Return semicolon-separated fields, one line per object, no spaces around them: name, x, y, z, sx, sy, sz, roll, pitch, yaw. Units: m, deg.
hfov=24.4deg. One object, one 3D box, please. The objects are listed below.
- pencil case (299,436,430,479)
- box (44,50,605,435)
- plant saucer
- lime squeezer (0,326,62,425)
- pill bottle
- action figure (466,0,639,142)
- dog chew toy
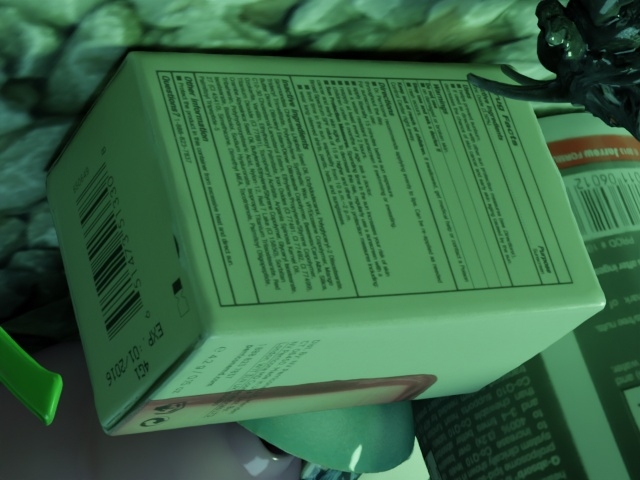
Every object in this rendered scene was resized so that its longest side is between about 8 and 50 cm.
pencil case;0.052;0.133;1.130;0.184;0.159;0.410;-8;169;35
box;0.000;0.000;0.746;0.232;0.148;0.127;-2;154;-33
plant saucer;-0.016;0.051;0.846;0.195;0.195;0.037;8;126;-51
lime squeezer;-0.241;-0.018;0.583;0.310;0.109;0.059;14;174;-2
pill bottle;0.168;0.123;0.912;0.210;0.362;0.210;-16;160;-6
action figure;0.207;-0.107;0.679;0.276;0.141;0.164;-32;167;30
dog chew toy;-0.147;0.154;0.907;0.332;0.206;0.207;-22;162;36
